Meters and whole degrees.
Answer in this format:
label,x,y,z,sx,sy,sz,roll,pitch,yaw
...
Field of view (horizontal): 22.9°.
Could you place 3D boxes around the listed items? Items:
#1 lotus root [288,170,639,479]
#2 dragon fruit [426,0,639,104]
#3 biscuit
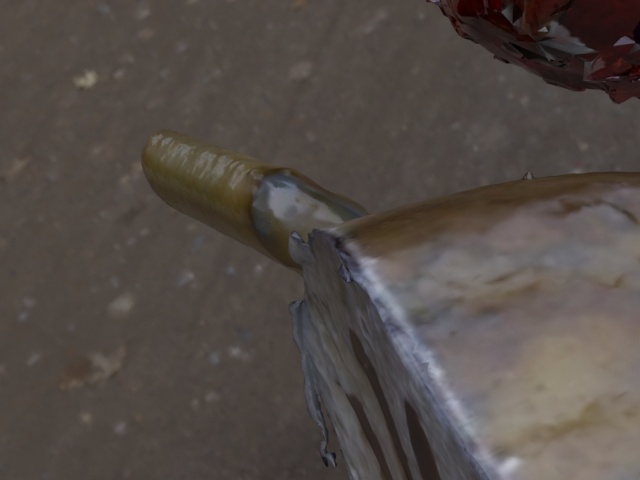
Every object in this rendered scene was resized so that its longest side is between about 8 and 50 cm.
label,x,y,z,sx,sy,sz,roll,pitch,yaw
lotus root,0.117,0.093,0.422,0.192,0.272,0.272,-21,36,-4
dragon fruit,0.208,-0.252,1.114,0.296,0.296,0.301,18,83,47
biscuit,0.000,0.000,1.159,0.062,0.237,0.291,-62,28,-2
